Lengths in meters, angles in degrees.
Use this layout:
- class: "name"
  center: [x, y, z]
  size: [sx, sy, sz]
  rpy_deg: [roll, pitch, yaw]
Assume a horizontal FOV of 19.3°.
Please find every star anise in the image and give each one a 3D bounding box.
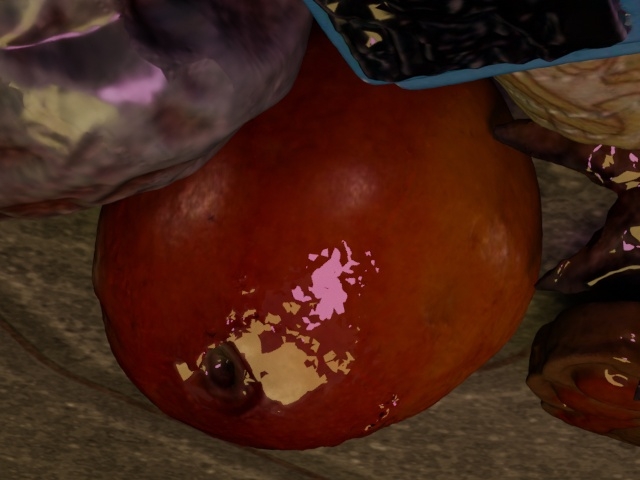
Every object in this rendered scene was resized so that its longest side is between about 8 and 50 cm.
- class: "star anise"
  center: [0.230, -0.030, 1.043]
  size: [0.272, 0.272, 0.102]
  rpy_deg: [6, -176, 4]

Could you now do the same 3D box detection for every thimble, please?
- class: "thimble"
  center: [0.129, -0.145, 0.991]
  size: [0.137, 0.190, 0.143]
  rpy_deg: [-48, 141, 1]

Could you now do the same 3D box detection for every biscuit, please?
- class: "biscuit"
  center: [0.328, 0.113, 1.355]
  size: [0.359, 0.074, 0.381]
  rpy_deg: [6, 167, 3]

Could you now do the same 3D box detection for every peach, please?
- class: "peach"
  center: [0.000, 0.000, 1.140]
  size: [0.281, 0.281, 0.238]
  rpy_deg: [10, 148, -2]

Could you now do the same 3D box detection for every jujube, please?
- class: "jujube"
  center: [-0.157, -0.117, 1.008]
  size: [0.308, 0.246, 0.215]
  rpy_deg: [-4, 130, 47]

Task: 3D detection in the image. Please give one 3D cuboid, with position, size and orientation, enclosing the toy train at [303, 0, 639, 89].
- class: "toy train"
  center: [0.055, -0.216, 0.783]
  size: [0.188, 0.265, 0.300]
  rpy_deg: [-9, 146, 25]
